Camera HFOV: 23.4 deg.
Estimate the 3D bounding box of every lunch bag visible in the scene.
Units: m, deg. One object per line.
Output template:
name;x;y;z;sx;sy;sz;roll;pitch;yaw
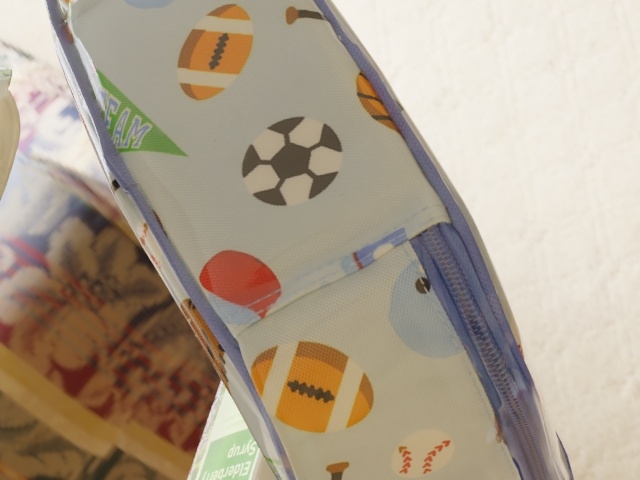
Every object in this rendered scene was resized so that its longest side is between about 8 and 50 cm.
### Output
lunch bag;0.000;0.000;0.654;0.115;0.243;0.303;-28;56;3

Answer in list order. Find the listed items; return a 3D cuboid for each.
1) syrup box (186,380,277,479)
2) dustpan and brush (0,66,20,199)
syrup box;-0.017;0.139;0.982;0.093;0.096;0.237;-28;37;52
dustpan and brush;-0.180;0.033;0.554;0.147;0.060;0.211;16;67;53
